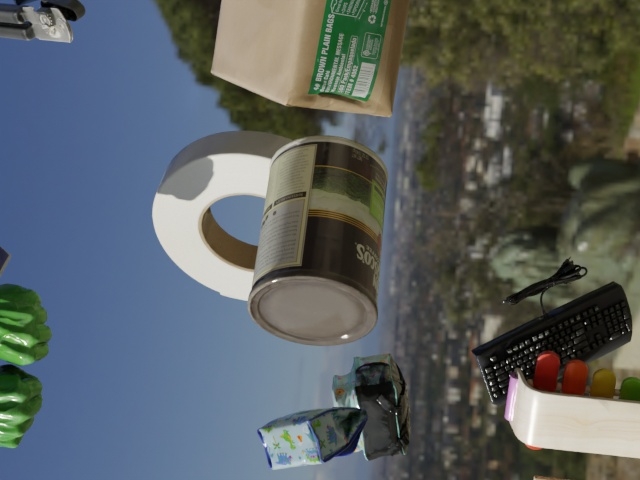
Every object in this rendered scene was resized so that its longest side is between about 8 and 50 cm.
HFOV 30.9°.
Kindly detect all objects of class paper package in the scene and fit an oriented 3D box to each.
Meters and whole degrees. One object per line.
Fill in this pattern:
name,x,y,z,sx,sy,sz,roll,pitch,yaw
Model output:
paper package,-0.010,-0.357,1.592,0.309,0.168,0.325,34,117,61

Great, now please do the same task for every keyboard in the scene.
keyboard,0.424,0.157,2.132,0.201,0.317,0.033,68,166,-10

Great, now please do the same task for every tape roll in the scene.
tape roll,-0.121,-0.035,2.169,0.072,0.392,0.392,-78,-8,-45

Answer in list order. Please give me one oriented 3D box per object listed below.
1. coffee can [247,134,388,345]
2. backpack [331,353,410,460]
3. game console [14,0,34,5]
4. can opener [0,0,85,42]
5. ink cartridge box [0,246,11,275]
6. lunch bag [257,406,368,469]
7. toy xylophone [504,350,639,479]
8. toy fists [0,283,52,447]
coffee can,0.000,0.000,1.848,0.201,0.201,0.275,91,-175,-55
backpack,0.097,0.300,2.146,0.188,0.144,0.166,-68,-32,-66
game console,-0.389,-0.439,1.790,0.361,0.213,0.044,-133,23,-62
can opener,-0.586,-0.454,2.353,0.095,0.283,0.076,-46,-48,-33
ink cartridge box,-0.812,0.151,2.319,0.071,0.330,0.324,50,-131,-41
lunch bag,-0.008,0.327,1.970,0.151,0.129,0.096,-22,-84,-53
toy xylophone,0.482,0.331,2.054,0.081,0.323,0.236,-73,-5,-63
toy fists,-0.531,0.212,1.966,0.096,0.142,0.279,3,-83,-69
